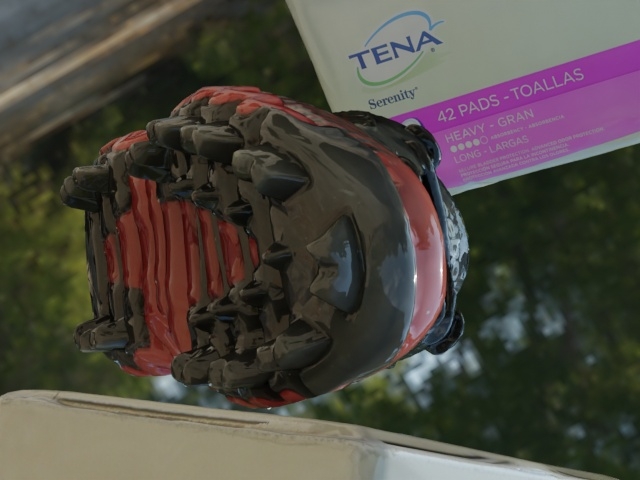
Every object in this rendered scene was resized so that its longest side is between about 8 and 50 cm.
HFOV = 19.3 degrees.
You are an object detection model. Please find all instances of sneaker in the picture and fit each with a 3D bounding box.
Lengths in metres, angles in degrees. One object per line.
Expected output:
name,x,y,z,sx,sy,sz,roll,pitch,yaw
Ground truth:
sneaker,0.000,-0.001,0.625,0.135,0.097,0.276,-5,180,-17

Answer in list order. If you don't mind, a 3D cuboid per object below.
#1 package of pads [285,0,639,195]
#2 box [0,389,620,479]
package of pads,0.120,-0.160,0.977,0.297,0.229,0.101,-17,-167,27
box,-0.017,0.201,0.471,0.121,0.311,0.148,3,170,37
